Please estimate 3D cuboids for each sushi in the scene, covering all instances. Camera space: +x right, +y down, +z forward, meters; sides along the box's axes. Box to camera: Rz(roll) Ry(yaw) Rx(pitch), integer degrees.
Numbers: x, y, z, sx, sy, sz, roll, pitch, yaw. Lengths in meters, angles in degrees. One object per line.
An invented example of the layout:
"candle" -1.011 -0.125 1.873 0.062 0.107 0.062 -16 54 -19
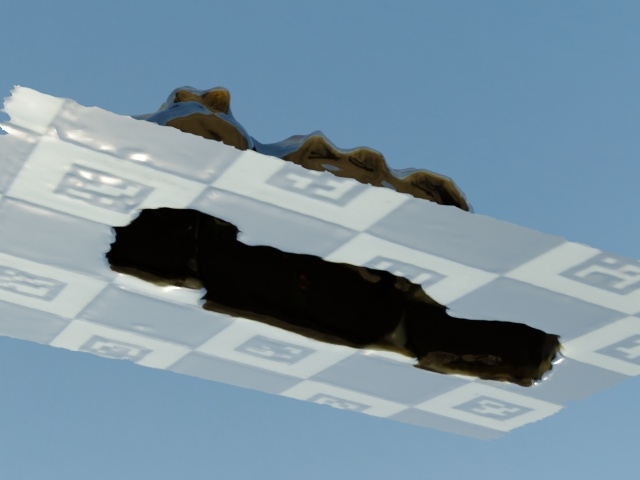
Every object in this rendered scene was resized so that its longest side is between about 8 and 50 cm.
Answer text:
"sushi" 0.000 0.000 0.422 0.215 0.192 0.050 15 -114 -16
